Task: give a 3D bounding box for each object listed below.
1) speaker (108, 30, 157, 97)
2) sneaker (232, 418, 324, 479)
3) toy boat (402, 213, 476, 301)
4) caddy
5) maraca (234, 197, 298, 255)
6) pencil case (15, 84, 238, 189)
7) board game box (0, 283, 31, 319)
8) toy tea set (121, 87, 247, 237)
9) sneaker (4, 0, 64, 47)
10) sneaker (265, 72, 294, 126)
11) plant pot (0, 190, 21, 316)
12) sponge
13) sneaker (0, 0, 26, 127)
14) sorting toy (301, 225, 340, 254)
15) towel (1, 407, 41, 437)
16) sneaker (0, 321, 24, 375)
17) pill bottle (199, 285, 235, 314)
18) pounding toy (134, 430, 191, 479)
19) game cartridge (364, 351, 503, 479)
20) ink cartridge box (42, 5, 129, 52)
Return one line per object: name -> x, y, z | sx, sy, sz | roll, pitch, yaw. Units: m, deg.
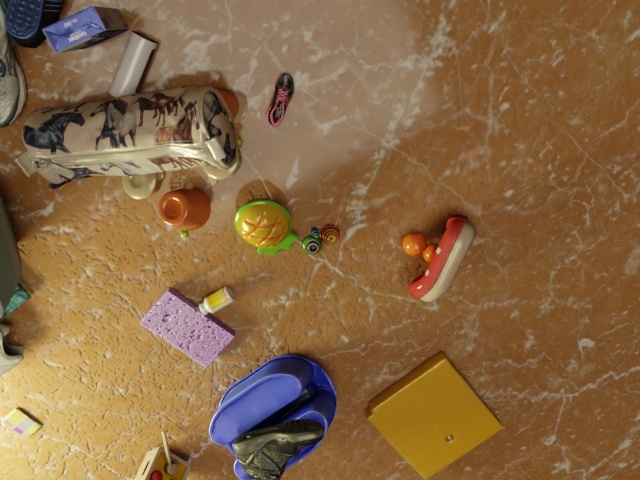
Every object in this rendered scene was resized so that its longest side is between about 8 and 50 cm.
speaker -> -0.384, -0.352, 1.129 | 0.055, 0.055, 0.136 | 24, 106, -16
sneaker -> -0.085, 0.502, 1.299 | 0.227, 0.087, 0.131 | -19, 93, 10
toy boat -> 0.270, 0.032, 1.348 | 0.151, 0.151, 0.231 | 27, 108, 14
caddy -> -0.121, 0.452, 1.430 | 0.341, 0.179, 0.241 | -35, 88, 7
maraca -> -0.123, -0.027, 1.278 | 0.127, 0.099, 0.186 | -18, 139, 11
pencil case -> -0.362, -0.197, 1.072 | 0.409, 0.184, 0.160 | -4, 138, 12
board game box -> -0.770, 0.140, 1.237 | 0.186, 0.026, 0.126 | -42, 113, -25
toy tea set -> -0.263, -0.172, 1.209 | 0.336, 0.124, 0.200 | -43, 82, 13
sneaker -> -0.527, -0.478, 1.051 | 0.081, 0.090, 0.233 | 25, 85, -15
sneaker -> -0.085, -0.300, 1.191 | 0.047, 0.057, 0.120 | 14, 108, -11
plant pot -> -0.751, 0.004, 1.115 | 0.246, 0.252, 0.248 | -7, 112, -6
sponge -> -0.329, 0.219, 1.380 | 0.210, 0.031, 0.117 | 40, 102, -20
sneaker -> -0.643, -0.354, 1.055 | 0.109, 0.122, 0.283 | 4, 111, -9
sorting toy -> 0.000, 0.000, 1.331 | 0.101, 0.042, 0.061 | -34, 112, 7
towel -> -0.775, 0.473, 1.433 | 0.060, 0.009, 0.083 | -40, 112, 8
sneaker -> -0.800, 0.207, 1.287 | 0.121, 0.099, 0.263 | -31, 119, -6
pill bottle -> -0.255, 0.149, 1.356 | 0.083, 0.043, 0.043 | -29, 113, 4
pounding toy -> -0.421, 0.613, 1.481 | 0.130, 0.141, 0.100 | 40, 130, -20
game cartridge -> 0.322, 0.506, 1.582 | 0.285, 0.053, 0.324 | -37, 110, 8
ink cartridge box -> -0.427, -0.391, 1.024 | 0.097, 0.207, 0.046 | -23, 113, 2
